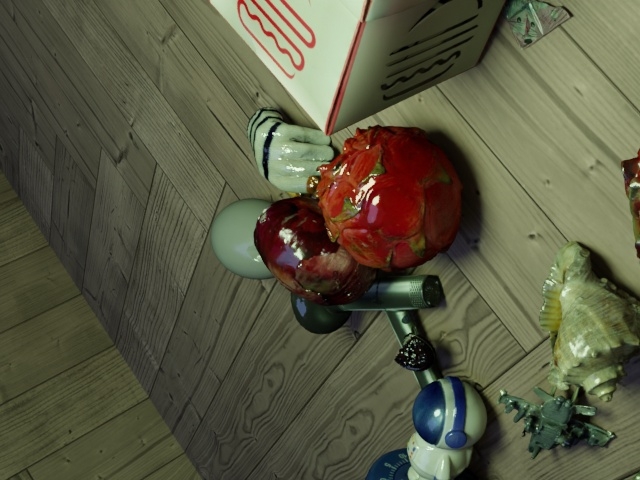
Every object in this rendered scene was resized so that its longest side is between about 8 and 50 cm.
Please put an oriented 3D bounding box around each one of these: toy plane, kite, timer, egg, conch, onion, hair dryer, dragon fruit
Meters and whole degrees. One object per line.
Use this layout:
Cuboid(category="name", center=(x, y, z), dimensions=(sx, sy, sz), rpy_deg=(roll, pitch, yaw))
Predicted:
Cuboid(category="toy plane", center=(0.380, 0.322, 1.487), dimensions=(0.192, 0.088, 0.262), rpy_deg=(20, 141, 12))
Cuboid(category="kite", center=(0.283, -0.326, 1.187), dimensions=(0.137, 0.005, 0.153), rpy_deg=(37, 142, 38))
Cuboid(category="timer", center=(0.219, 0.430, 1.702), dimensions=(0.270, 0.270, 0.384), rpy_deg=(34, 125, 39))
Cuboid(category="egg", center=(-0.135, -0.001, 1.914), dimensions=(0.232, 0.176, 0.176), rpy_deg=(22, 131, 46))
Cuboid(category="conch", center=(0.378, 0.119, 1.268), dimensions=(0.178, 0.163, 0.245), rpy_deg=(-38, 51, 44))
Cuboid(category="onion", center=(0.000, 0.000, 1.599), dimensions=(0.252, 0.252, 0.219), rpy_deg=(34, 100, 39))
Cuboid(category="hair dryer", center=(0.108, 0.187, 1.733), dimensions=(0.320, 0.155, 0.284), rpy_deg=(6, 109, 45))
Cuboid(category="dragon fruit", center=(0.113, -0.069, 1.432), dimensions=(0.241, 0.241, 0.252), rpy_deg=(5, 116, 55))

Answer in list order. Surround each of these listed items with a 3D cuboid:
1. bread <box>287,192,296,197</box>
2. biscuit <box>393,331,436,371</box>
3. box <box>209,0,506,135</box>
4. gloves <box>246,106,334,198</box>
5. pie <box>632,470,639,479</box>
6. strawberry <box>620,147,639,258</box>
Cuboid(category="bread", center=(-0.054, -0.125, 1.811), dimensions=(0.103, 0.049, 0.062), rpy_deg=(34, 98, 40))
Cuboid(category="biscuit", center=(0.174, 0.210, 1.649), dimensions=(0.089, 0.027, 0.087), rpy_deg=(-9, 121, 38))
Cuboid(category="box", center=(0.063, -0.379, 1.176), dimensions=(0.312, 0.314, 0.300), rpy_deg=(50, 150, 21))
Cuboid(category="gloves", center=(-0.064, -0.162, 1.704), dimensions=(0.140, 0.131, 0.219), rpy_deg=(-66, 33, 28))
Cuboid(category="pie", center=(0.586, 0.516, 1.342), dimensions=(0.371, 0.078, 0.296), rpy_deg=(53, 150, 12))
Cuboid(category="strawberry", center=(0.505, 0.004, 0.912), dimensions=(0.345, 0.295, 0.318), rpy_deg=(-8, 91, 24))
